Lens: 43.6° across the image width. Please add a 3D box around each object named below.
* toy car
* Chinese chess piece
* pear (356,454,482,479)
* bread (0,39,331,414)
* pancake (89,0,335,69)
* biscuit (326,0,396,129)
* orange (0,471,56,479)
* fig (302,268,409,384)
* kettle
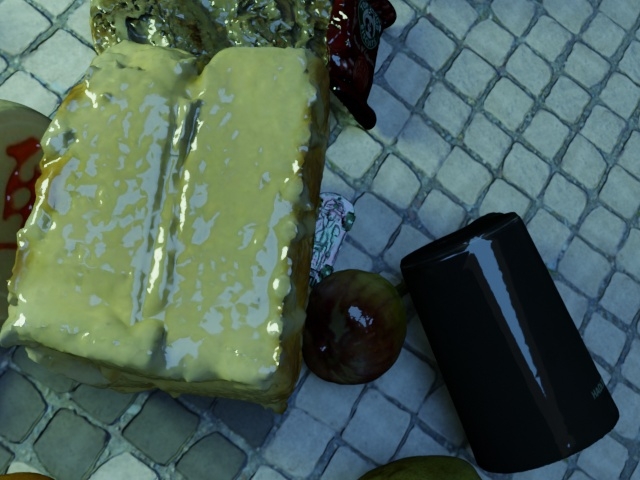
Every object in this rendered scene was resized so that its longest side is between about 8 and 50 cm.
[{"bbox_3d":[0.000,0.000,1.153,0.069,0.055,0.142,24,79,1],"label":"toy car"},{"bbox_3d":[-0.382,-0.031,0.935,0.102,0.273,0.273,2,69,26],"label":"Chinese chess piece"},{"bbox_3d":[0.109,0.375,1.001,0.211,0.228,0.188,-17,101,15],"label":"pear"},{"bbox_3d":[-0.138,0.000,0.925,0.279,0.390,0.371,8,78,3],"label":"bread"},{"bbox_3d":[-0.152,-0.330,1.189,0.382,0.071,0.382,5,74,-16],"label":"pancake"},{"bbox_3d":[0.057,-0.292,1.216,0.063,0.151,0.235,2,71,25],"label":"biscuit"},{"bbox_3d":[-0.340,0.357,0.873,0.206,0.206,0.206,5,73,-16],"label":"orange"},{"bbox_3d":[0.055,0.090,1.111,0.143,0.160,0.230,19,43,4],"label":"fig"},{"bbox_3d":[0.272,0.119,1.104,0.262,0.203,0.308,-24,91,-28],"label":"kettle"}]
